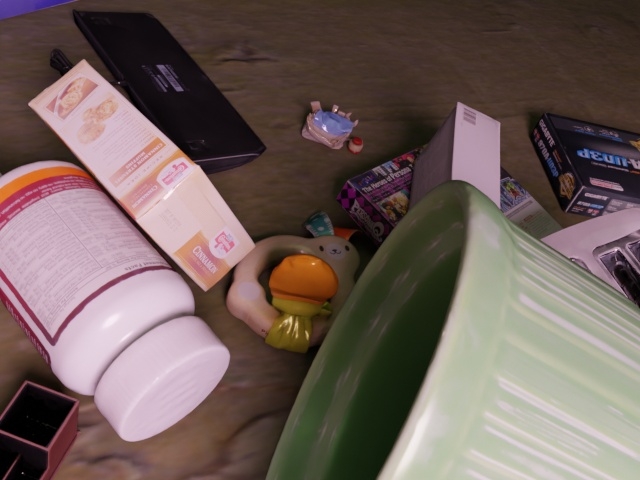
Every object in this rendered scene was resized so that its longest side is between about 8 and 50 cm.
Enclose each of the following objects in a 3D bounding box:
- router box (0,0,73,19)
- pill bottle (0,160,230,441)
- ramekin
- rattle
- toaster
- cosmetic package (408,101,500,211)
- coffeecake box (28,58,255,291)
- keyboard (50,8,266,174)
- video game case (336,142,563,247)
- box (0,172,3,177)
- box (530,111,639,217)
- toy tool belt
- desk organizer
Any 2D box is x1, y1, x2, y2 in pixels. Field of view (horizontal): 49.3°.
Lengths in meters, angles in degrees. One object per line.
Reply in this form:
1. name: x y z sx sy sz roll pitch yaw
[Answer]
1. router box: -0.438 -0.446 0.981 0.301 0.082 0.335 36 44 15
2. pill bottle: -0.180 0.045 0.563 0.121 0.121 0.221 -27 62 -40
3. ramekin: 0.082 0.126 0.469 0.148 0.303 0.303 27 42 -6
4. rattle: 0.000 0.000 0.677 0.130 0.142 0.200 24 46 23
5. toaster: 0.261 0.072 0.654 0.168 0.110 0.185 -20 57 -7
6. cosmetic package: 0.133 -0.026 0.707 0.060 0.099 0.239 24 47 -12
7. coffeecake box: -0.160 -0.058 0.639 0.068 0.142 0.185 -43 60 -9
8. keyboard: -0.221 -0.186 0.848 0.202 0.033 0.317 -13 52 -40
9. video game case: 0.165 -0.021 0.817 0.232 0.042 0.210 -29 71 -40
10. box: -0.336 -0.032 0.599 0.101 0.087 0.102 43 47 21
11. box: 0.434 -0.098 1.020 0.220 0.051 0.175 10 44 -14
12. toy tool belt: 0.021 -0.145 0.893 0.083 0.051 0.052 19 43 -5
13. desk organizer: -0.216 0.165 0.477 0.047 0.050 0.130 22 42 -1
